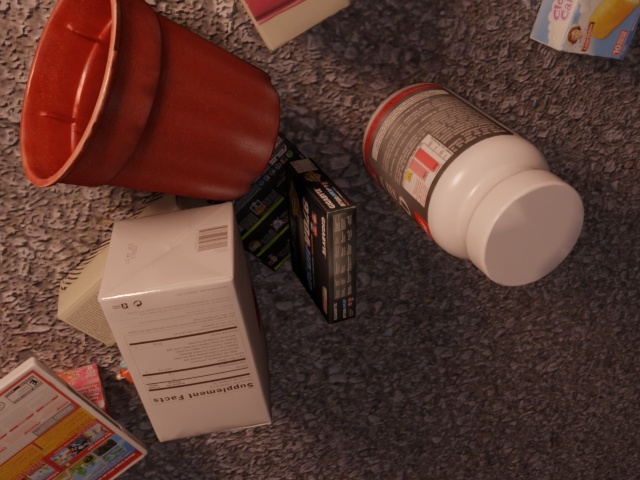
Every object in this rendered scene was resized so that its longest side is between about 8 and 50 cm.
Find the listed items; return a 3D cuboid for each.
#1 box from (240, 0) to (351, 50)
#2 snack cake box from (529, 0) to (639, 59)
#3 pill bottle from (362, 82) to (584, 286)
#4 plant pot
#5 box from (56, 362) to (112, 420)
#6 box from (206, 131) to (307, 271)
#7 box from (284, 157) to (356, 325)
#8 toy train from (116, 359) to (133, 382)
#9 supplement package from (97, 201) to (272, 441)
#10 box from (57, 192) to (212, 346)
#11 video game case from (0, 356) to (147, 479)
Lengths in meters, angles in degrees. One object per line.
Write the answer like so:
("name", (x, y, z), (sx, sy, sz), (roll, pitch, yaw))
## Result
("box", (-0.077, -0.385, 0.860), (0.127, 0.148, 0.232), (-30, 138, 5))
("snack cake box", (0.481, -0.452, 1.172), (0.152, 0.089, 0.264), (-2, 121, -26))
("pill bottle", (0.230, -0.097, 1.107), (0.210, 0.363, 0.210), (-12, 125, -18))
("plant pot", (-0.214, -0.176, 0.922), (0.265, 0.272, 0.272), (13, 115, -41))
("box", (-0.493, 0.325, 1.190), (0.257, 0.122, 0.128), (-14, 125, -18))
("box", (-0.076, -0.062, 1.189), (0.190, 0.045, 0.184), (-45, 131, 6))
("box", (0.000, 0.000, 1.127), (0.051, 0.175, 0.220), (-15, 127, -18))
("toy train", (-0.332, 0.193, 1.231), (0.125, 0.046, 0.166), (-30, 130, -5))
("supplement package", (-0.180, 0.121, 1.002), (0.175, 0.177, 0.292), (-9, 128, -1))
("box", (-0.282, 0.037, 1.094), (0.275, 0.094, 0.113), (-39, 127, 13))
("video game case", (-0.447, 0.331, 1.121), (0.204, 0.025, 0.285), (-36, 127, -2))
